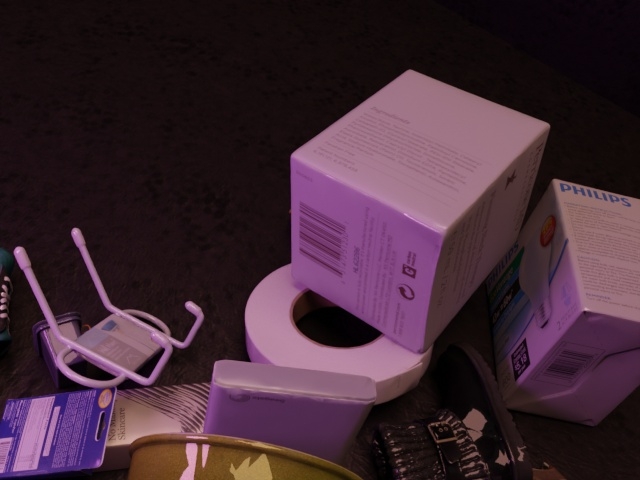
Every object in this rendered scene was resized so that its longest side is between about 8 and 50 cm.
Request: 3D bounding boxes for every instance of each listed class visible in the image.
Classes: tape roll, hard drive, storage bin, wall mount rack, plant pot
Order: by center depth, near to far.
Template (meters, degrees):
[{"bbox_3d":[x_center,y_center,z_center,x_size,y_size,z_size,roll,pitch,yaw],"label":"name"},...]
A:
[{"bbox_3d":[-0.132,0.495,0.921,0.367,0.366,0.352,13,57,-4],"label":"plant pot"},{"bbox_3d":[-0.069,0.313,1.073,0.233,0.353,0.047,8,46,-9],"label":"hard drive"},{"bbox_3d":[-0.379,0.118,1.203,0.304,0.130,0.350,29,10,0],"label":"wall mount rack"},{"bbox_3d":[-0.459,0.204,1.230,0.098,0.135,0.091,-16,65,-28],"label":"storage bin"},{"bbox_3d":[0.041,0.173,1.371,0.392,0.072,0.392,2,35,-2],"label":"tape roll"}]

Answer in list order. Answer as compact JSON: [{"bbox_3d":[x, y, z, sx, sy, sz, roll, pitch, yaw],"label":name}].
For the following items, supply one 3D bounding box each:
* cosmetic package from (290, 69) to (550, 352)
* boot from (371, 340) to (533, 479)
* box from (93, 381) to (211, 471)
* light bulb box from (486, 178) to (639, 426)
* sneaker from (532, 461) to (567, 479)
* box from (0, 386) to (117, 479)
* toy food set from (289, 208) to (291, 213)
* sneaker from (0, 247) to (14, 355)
[{"bbox_3d":[0.185,-0.072,1.326,0.327,0.329,0.394,29,51,26],"label":"cosmetic package"},{"bbox_3d":[0.217,0.344,1.285,0.260,0.131,0.348,-9,36,-6],"label":"boot"},{"bbox_3d":[-0.263,0.323,1.190,0.275,0.094,0.113,-2,49,-18],"label":"box"},{"bbox_3d":[0.532,0.131,1.415,0.225,0.357,0.361,13,45,-6],"label":"light bulb box"},{"bbox_3d":[0.378,0.469,1.270,0.189,0.066,0.071,-3,32,-25],"label":"sneaker"},{"bbox_3d":[-0.430,0.317,1.101,0.225,0.036,0.136,-11,54,19],"label":"box"},{"bbox_3d":[0.000,0.000,1.575,0.218,0.071,0.128,44,14,36],"label":"toy food set"},{"bbox_3d":[-0.619,0.149,1.253,0.121,0.108,0.302,13,54,-5],"label":"sneaker"}]
